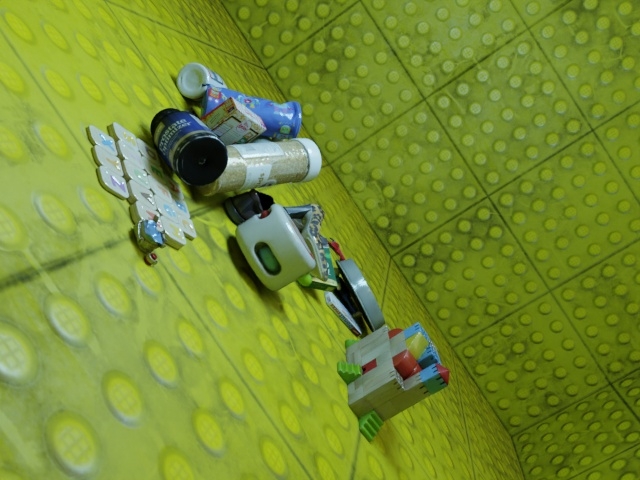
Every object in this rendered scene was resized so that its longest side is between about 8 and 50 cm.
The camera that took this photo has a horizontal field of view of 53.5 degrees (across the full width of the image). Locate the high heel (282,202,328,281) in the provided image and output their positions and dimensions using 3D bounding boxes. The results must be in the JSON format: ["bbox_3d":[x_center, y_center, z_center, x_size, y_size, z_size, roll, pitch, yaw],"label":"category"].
[{"bbox_3d":[0.000,0.000,1.887,0.186,0.093,0.261,-6,62,-51],"label":"high heel"}]

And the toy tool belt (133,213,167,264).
[{"bbox_3d":[-0.298,-0.003,1.129,0.052,0.051,0.083,34,26,-60],"label":"toy tool belt"}]

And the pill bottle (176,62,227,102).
[{"bbox_3d":[-0.360,-0.478,1.970,0.108,0.108,0.180,58,12,7],"label":"pill bottle"}]

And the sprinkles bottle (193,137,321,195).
[{"bbox_3d":[-0.159,-0.192,1.623,0.355,0.121,0.121,-14,67,-44],"label":"sprinkles bottle"}]

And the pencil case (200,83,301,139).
[{"bbox_3d":[-0.210,-0.380,1.891,0.306,0.119,0.133,8,42,-16],"label":"pencil case"}]

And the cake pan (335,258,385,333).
[{"bbox_3d":[0.140,0.186,2.176,0.293,0.054,0.293,63,-2,5],"label":"cake pan"}]

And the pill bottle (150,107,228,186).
[{"bbox_3d":[-0.301,-0.216,1.416,0.123,0.123,0.219,45,-2,-44],"label":"pill bottle"}]

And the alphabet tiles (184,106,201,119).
[{"bbox_3d":[-0.334,-0.282,1.810,0.198,0.009,0.237,54,13,-15],"label":"alphabet tiles"}]

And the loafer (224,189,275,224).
[{"bbox_3d":[-0.164,-0.088,1.766,0.109,0.095,0.302,59,12,9],"label":"loafer"}]

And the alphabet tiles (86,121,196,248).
[{"bbox_3d":[-0.351,-0.114,1.282,0.278,0.021,0.284,40,20,-54],"label":"alphabet tiles"}]

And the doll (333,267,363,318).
[{"bbox_3d":[0.080,0.178,2.157,0.189,0.046,0.129,62,2,15],"label":"doll"}]

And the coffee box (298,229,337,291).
[{"bbox_3d":[-0.017,0.063,1.916,0.113,0.040,0.184,16,47,-33],"label":"coffee box"}]

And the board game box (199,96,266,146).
[{"bbox_3d":[-0.256,-0.270,1.620,0.147,0.193,0.045,27,35,-62],"label":"board game box"}]

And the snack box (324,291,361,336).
[{"bbox_3d":[0.073,0.235,2.039,0.178,0.022,0.064,50,13,-30],"label":"snack box"}]

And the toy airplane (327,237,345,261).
[{"bbox_3d":[0.070,0.043,2.507,0.151,0.028,0.151,54,11,-16],"label":"toy airplane"}]

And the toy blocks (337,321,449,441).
[{"bbox_3d":[0.206,0.337,1.730,0.190,0.261,0.381,53,12,-16],"label":"toy blocks"}]

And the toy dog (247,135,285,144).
[{"bbox_3d":[-0.187,-0.231,1.922,0.333,0.220,0.161,-62,163,-70],"label":"toy dog"}]

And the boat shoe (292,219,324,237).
[{"bbox_3d":[-0.051,-0.048,2.174,0.183,0.066,0.066,49,14,-34],"label":"boat shoe"}]

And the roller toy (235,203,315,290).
[{"bbox_3d":[-0.117,0.019,1.558,0.209,0.146,0.191,60,2,35],"label":"roller toy"}]
